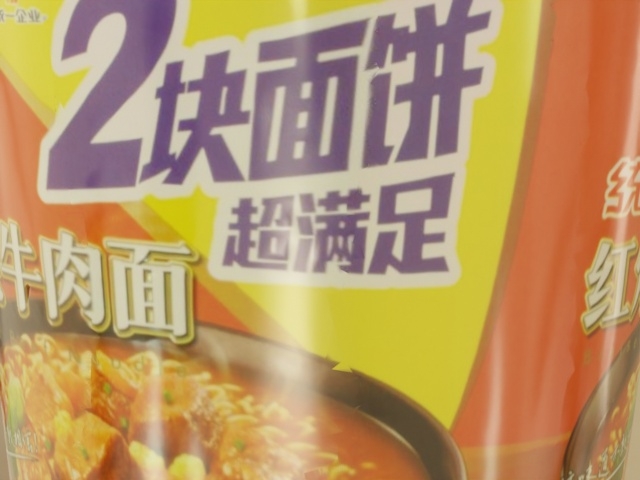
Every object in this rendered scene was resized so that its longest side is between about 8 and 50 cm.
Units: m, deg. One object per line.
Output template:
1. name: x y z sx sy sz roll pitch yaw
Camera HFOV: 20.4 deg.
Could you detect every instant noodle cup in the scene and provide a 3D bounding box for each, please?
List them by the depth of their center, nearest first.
1. instant noodle cup: 0.000 0.000 0.476 0.213 0.213 0.174 3 98 22
